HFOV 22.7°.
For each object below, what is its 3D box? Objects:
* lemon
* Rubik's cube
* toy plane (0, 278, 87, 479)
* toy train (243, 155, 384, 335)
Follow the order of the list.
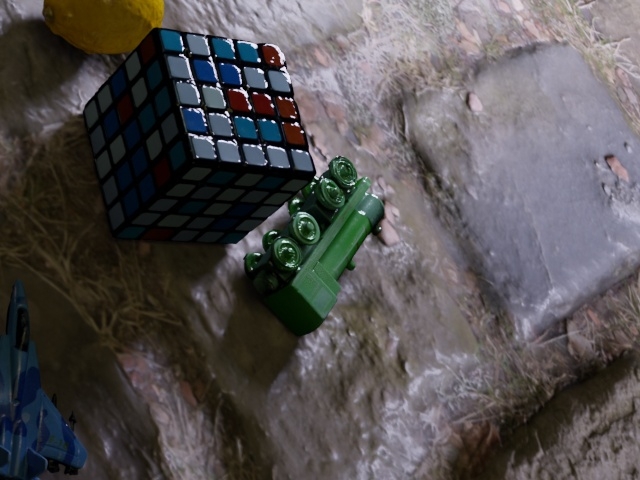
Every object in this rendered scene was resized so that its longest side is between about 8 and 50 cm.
[{"bbox_3d":[-0.256,-0.276,1.897,0.155,0.114,0.114,-6,67,-29],"label":"lemon"},{"bbox_3d":[-0.141,-0.115,1.834,0.187,0.184,0.182,4,60,-40],"label":"Rubik's cube"},{"bbox_3d":[-0.312,0.151,1.597,0.169,0.078,0.246,17,47,-32],"label":"toy plane"},{"bbox_3d":[0.000,0.000,1.954,0.119,0.085,0.251,48,45,-12],"label":"toy train"}]
